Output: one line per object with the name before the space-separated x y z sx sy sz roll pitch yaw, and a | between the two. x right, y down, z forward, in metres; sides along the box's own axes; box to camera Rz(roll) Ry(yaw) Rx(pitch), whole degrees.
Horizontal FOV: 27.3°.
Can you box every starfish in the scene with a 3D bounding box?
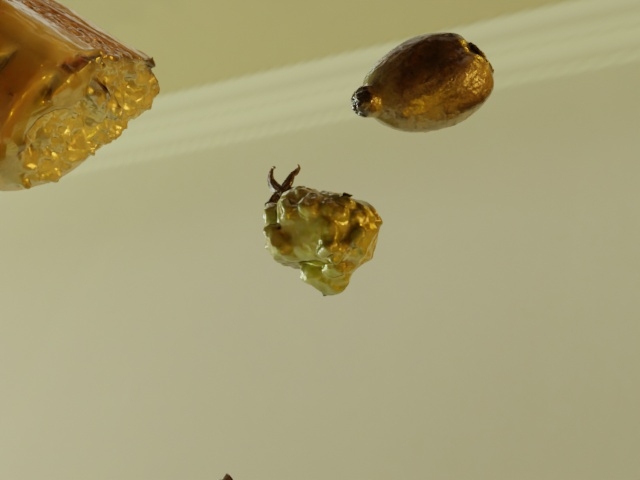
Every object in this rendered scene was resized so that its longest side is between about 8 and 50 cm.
starfish | -0.060 -0.084 2.121 0.078 0.028 0.091 28 -102 32

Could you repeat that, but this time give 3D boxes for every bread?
bread | -0.363 -0.181 1.530 0.211 0.270 0.315 -60 174 9

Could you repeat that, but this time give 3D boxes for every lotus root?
lotus root | 0.132 -0.208 1.764 0.214 0.138 0.138 -18 -149 -19

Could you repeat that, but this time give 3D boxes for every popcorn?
popcorn | 0.004 -0.011 1.821 0.173 0.173 0.142 25 -101 50

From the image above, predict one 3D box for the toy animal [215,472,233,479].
toy animal | -0.125 0.457 1.613 0.183 0.310 0.247 -28 -123 -14
